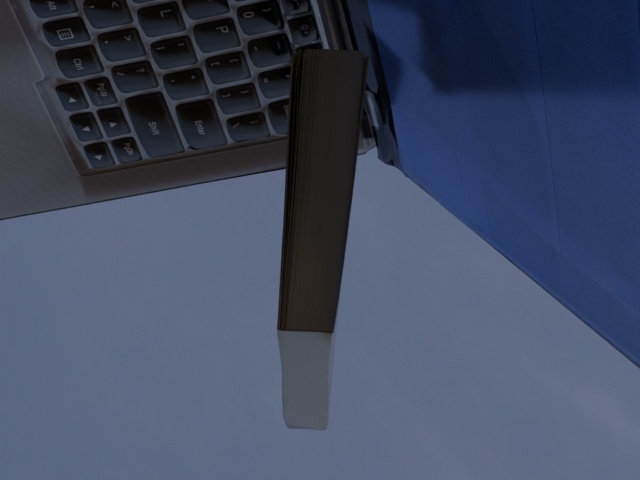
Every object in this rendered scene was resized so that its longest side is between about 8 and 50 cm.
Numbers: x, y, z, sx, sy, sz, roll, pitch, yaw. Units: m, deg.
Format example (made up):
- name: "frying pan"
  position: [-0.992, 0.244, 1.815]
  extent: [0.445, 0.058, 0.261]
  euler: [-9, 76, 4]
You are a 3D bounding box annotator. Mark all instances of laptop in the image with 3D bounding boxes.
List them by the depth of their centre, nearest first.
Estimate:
- name: "laptop"
  position: [-0.046, -0.065, 0.700]
  extent: [0.408, 0.382, 0.236]
  euler: [-10, -127, 5]

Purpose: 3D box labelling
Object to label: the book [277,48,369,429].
- name: "book"
  position: [0.000, 0.000, 0.785]
  extent: [0.035, 0.096, 0.144]
  euler: [3, -121, 2]
